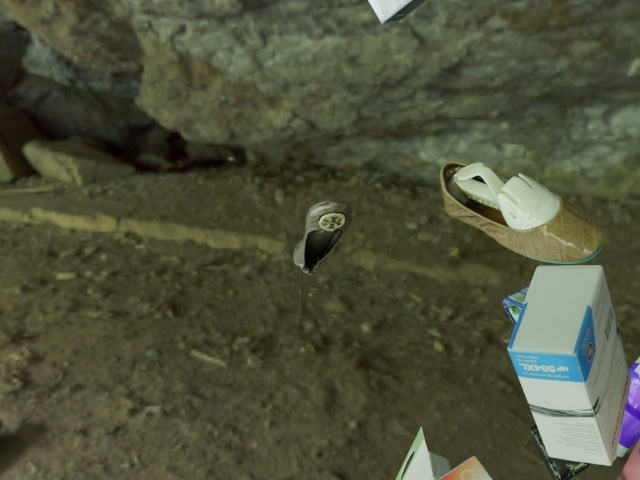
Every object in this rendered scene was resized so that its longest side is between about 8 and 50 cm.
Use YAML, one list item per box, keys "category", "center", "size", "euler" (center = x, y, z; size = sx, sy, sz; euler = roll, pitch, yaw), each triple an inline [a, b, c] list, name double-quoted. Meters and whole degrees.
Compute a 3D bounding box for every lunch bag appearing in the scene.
- category: "lunch bag"
  center: [0.476, 0.154, 1.758]
  size: [0.129, 0.096, 0.151]
  euler: [-23, 58, -35]

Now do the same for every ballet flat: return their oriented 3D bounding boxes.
- category: "ballet flat"
  center: [0.000, 0.000, 1.505]
  size: [0.084, 0.058, 0.250]
  euler: [6, -27, -14]
- category: "ballet flat"
  center: [0.302, -0.063, 1.348]
  size: [0.116, 0.124, 0.342]
  euler: [-41, 32, -8]

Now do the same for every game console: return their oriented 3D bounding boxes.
- category: "game console"
  center: [0.455, 0.402, 1.586]
  size: [0.071, 0.107, 0.122]
  euler: [23, 33, -42]

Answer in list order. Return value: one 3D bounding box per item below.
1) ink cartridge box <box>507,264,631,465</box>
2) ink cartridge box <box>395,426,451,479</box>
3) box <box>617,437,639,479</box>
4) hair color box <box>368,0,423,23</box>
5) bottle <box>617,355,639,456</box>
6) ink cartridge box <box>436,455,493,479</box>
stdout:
- category: "ink cartridge box"
  center: [0.310, 0.152, 1.022]
  size: [0.086, 0.203, 0.148]
  euler: [-1, 40, 33]
- category: "ink cartridge box"
  center: [0.207, 0.513, 1.728]
  size: [0.056, 0.171, 0.235]
  euler: [23, 12, -1]
- category: "box"
  center: [0.451, 0.271, 0.978]
  size: [0.127, 0.232, 0.148]
  euler: [24, 11, 4]
- category: "hair color box"
  center: [0.232, -0.620, 1.724]
  size: [0.347, 0.173, 0.105]
  euler: [-31, 0, 35]
- category: "bottle"
  center: [0.561, 0.230, 1.388]
  size: [0.092, 0.282, 0.118]
  euler: [40, 11, 28]
- category: "ink cartridge box"
  center: [0.257, 0.483, 1.425]
  size: [0.145, 0.045, 0.179]
  euler: [-32, 62, -8]
